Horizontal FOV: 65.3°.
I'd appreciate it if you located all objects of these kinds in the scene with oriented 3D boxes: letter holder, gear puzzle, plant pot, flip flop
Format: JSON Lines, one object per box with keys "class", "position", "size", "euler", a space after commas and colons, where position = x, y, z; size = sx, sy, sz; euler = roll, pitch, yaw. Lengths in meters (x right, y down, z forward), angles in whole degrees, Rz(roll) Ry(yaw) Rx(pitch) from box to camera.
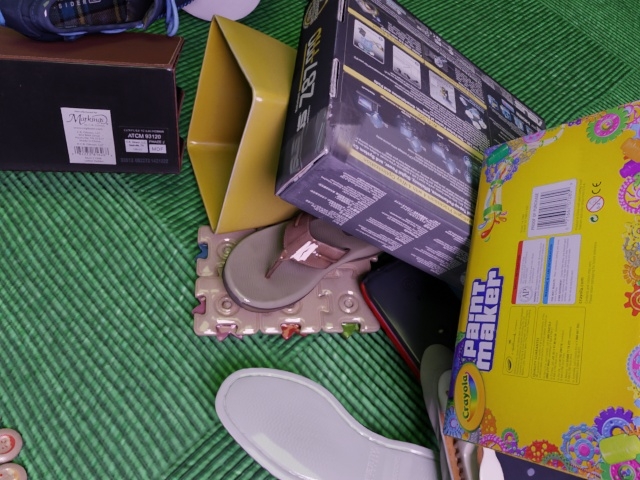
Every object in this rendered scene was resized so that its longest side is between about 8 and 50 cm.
{"class": "letter holder", "position": [-0.352, -0.211, 0.716], "size": [0.302, 0.151, 0.214], "euler": [0, 34, -10]}
{"class": "gear puzzle", "position": [-0.002, 0.055, 0.692], "size": [0.340, 0.044, 0.175], "euler": [1, 58, -13]}
{"class": "plant pot", "position": [-0.058, -0.152, 0.694], "size": [0.187, 0.212, 0.212], "euler": [-1, 44, -28]}
{"class": "flip flop", "position": [0.000, 0.000, 0.650], "size": [0.277, 0.080, 0.112], "euler": [-22, 66, -25]}

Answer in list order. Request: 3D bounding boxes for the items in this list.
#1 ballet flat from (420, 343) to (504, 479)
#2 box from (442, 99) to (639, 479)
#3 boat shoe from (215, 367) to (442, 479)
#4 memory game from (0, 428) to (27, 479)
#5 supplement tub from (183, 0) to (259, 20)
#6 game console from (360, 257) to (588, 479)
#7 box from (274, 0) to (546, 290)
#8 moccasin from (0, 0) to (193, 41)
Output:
{"class": "ballet flat", "position": [0.155, 0.200, 0.519], "size": [0.072, 0.068, 0.213], "euler": [8, 54, -14]}
{"class": "box", "position": [0.296, 0.074, 0.476], "size": [0.279, 0.177, 0.289], "euler": [22, 73, -28]}
{"class": "boat shoe", "position": [0.018, 0.246, 0.551], "size": [0.303, 0.091, 0.114], "euler": [29, 50, 7]}
{"class": "memory game", "position": [-0.391, 0.237, 0.486], "size": [0.186, 0.012, 0.186], "euler": [22, 40, -20]}
{"class": "supplement tub", "position": [-0.173, -0.583, 0.917], "size": [0.229, 0.228, 0.315], "euler": [9, 59, -5]}
{"class": "game console", "position": [0.291, 0.113, 0.675], "size": [0.387, 0.060, 0.341], "euler": [-25, 72, -26]}
{"class": "box", "position": [0.148, -0.115, 0.616], "size": [0.395, 0.097, 0.318], "euler": [25, 51, -28]}
{"class": "moccasin", "position": [-0.266, -0.340, 0.704], "size": [0.117, 0.137, 0.342], "euler": [26, 51, 23]}
